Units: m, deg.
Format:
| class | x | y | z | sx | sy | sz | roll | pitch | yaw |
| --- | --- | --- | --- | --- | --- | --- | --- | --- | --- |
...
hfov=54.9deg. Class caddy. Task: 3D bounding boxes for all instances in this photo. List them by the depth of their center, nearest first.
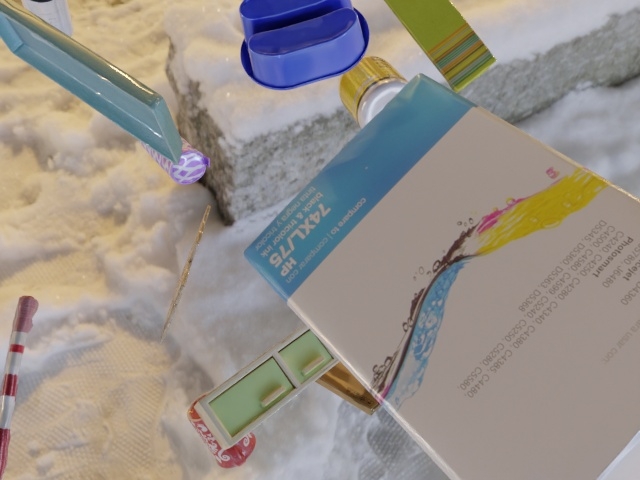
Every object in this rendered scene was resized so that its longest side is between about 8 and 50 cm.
| class | x | y | z | sx | sy | sz | roll | pitch | yaw |
| --- | --- | --- | --- | --- | --- | --- | --- | --- | --- |
| caddy | -0.046 | -0.520 | 1.564 | 0.341 | 0.179 | 0.241 | -15 | 69 | 2 |

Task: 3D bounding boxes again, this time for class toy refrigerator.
| class | x | y | z | sx | sy | sz | roll | pitch | yaw |
| --- | --- | --- | --- | --- | --- | --- | --- | --- | --- |
| toy refrigerator | -0.098 | 0.272 | 1.179 | 0.269 | 0.094 | 0.102 | -33 | 81 | -26 |

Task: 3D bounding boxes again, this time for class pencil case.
| class | x | y | z | sx | sy | sz | roll | pitch | yaw |
| --- | --- | --- | --- | --- | --- | --- | --- | --- | --- |
| pencil case | -0.325 | -0.200 | 1.340 | 0.088 | 0.086 | 0.206 | -18 | 44 | -30 |

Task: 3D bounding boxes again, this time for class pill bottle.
| class | x | y | z | sx | sy | sz | roll | pitch | yaw |
| --- | --- | --- | --- | --- | --- | --- | --- | --- | --- |
| pill bottle | 0.161 | -0.436 | 1.834 | 0.187 | 0.188 | 0.334 | -8 | 35 | -12 |

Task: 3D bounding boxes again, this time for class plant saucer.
| class | x | y | z | sx | sy | sz | roll | pitch | yaw |
| --- | --- | --- | --- | --- | --- | --- | --- | --- | --- |
| plant saucer | -0.176 | -0.123 | 0.450 | 0.192 | 0.067 | 0.018 | 35 | 71 | 18 |

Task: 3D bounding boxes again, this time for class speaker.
| class | x | y | z | sx | sy | sz | roll | pitch | yaw |
| --- | --- | --- | --- | --- | --- | --- | --- | --- | --- |
| speaker | -0.354 | -0.303 | 0.797 | 0.055 | 0.136 | 0.055 | 2 | 85 | -16 |

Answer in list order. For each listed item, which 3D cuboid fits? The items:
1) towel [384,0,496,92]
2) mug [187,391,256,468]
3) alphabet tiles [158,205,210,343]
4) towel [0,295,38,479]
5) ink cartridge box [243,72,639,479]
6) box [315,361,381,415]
| class | x | y | z | sx | sy | sz | roll | pitch | yaw |
| --- | --- | --- | --- | --- | --- | --- | --- | --- | --- |
| towel | 0.204 | -0.380 | 1.090 | 0.102 | 0.021 | 0.237 | -38 | 89 | -12 |
| mug | -0.235 | 0.464 | 1.514 | 0.150 | 0.169 | 0.113 | -1 | 38 | 42 |
| alphabet tiles | -0.249 | 0.067 | 1.125 | 0.009 | 0.198 | 0.237 | 20 | 25 | -13 |
| towel | -0.541 | 0.276 | 1.073 | 0.037 | 0.237 | 0.329 | 11 | 71 | -25 |
| ink cartridge box | 0.125 | 0.056 | 0.456 | 0.197 | 0.198 | 0.270 | -45 | 54 | -3 |
| box | 0.083 | 0.300 | 1.410 | 0.201 | 0.021 | 0.164 | 24 | 38 | 33 |
